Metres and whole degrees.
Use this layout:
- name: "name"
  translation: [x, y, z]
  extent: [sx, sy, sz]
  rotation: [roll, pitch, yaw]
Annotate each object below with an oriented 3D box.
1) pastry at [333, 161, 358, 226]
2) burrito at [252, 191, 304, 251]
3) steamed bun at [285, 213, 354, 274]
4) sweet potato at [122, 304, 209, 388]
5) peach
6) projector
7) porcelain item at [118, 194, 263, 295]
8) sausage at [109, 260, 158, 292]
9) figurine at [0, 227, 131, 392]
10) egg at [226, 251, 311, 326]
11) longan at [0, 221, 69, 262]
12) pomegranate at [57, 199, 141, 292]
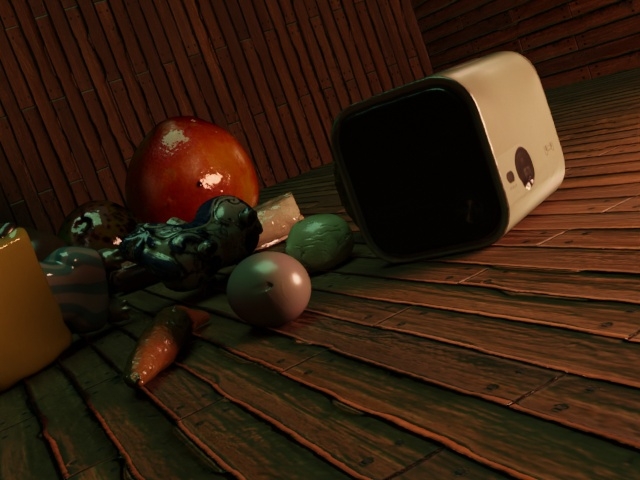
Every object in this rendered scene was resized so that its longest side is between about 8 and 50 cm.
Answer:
- name: "pastry"
  translation: [0.107, -0.098, 1.492]
  extent: [0.103, 0.189, 0.188]
  rotation: [-27, 11, -22]
- name: "burrito"
  translation: [-0.180, -0.018, 1.866]
  extent: [0.299, 0.105, 0.143]
  rotation: [-21, 13, -15]
- name: "steamed bun"
  translation: [0.000, 0.000, 1.390]
  extent: [0.112, 0.091, 0.130]
  rotation: [-13, 11, 29]
- name: "sweet potato"
  translation: [-0.217, 0.135, 1.125]
  extent: [0.066, 0.072, 0.314]
  rotation: [3, 9, 3]
- name: "peach"
  translation: [-0.359, -0.152, 2.220]
  extent: [0.388, 0.388, 0.388]
  rotation: [-19, 9, 3]
- name: "projector"
  translation: [0.198, -0.130, 1.228]
  extent: [0.248, 0.249, 0.249]
  rotation: [-13, 11, 38]
- name: "porcelain item"
  translation: [-0.245, 0.002, 1.590]
  extent: [0.186, 0.138, 0.288]
  rotation: [18, 31, 23]
- name: "sausage"
  translation: [-0.440, 0.078, 1.948]
  extent: [0.141, 0.076, 0.076]
  rotation: [-23, 9, -1]
- name: "figurine"
  translation: [-0.618, 0.116, 1.488]
  extent: [0.377, 0.266, 0.361]
  rotation: [-3, 4, 35]
- name: "egg"
  translation: [-0.072, 0.067, 1.101]
  extent: [0.103, 0.103, 0.135]
  rotation: [-27, 10, -39]
- name: "longan"
  translation: [-0.674, 0.082, 1.811]
  extent: [0.300, 0.300, 0.243]
  rotation: [-12, 34, 40]
- name: "pomegranate"
  translation: [-0.567, 0.046, 2.105]
  extent: [0.242, 0.306, 0.242]
  rotation: [5, 46, -5]
